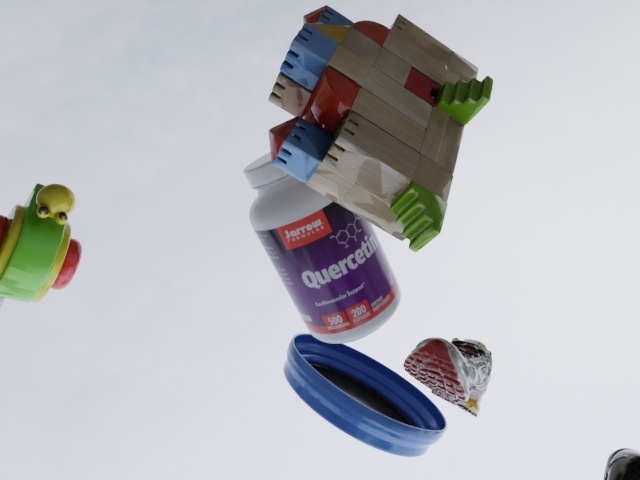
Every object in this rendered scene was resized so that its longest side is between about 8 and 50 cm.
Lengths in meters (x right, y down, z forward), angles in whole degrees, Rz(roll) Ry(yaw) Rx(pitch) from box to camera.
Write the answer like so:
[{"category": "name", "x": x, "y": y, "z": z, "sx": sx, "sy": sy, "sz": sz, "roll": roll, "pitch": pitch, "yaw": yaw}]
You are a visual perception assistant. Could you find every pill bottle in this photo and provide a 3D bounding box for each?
[{"category": "pill bottle", "x": 0.000, "y": 0.000, "z": 0.785, "sx": 0.181, "sy": 0.323, "sz": 0.181, "roll": -24, "pitch": -161, "yaw": 9}]

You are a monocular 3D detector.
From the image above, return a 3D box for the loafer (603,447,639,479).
[{"category": "loafer", "x": 0.391, "y": 0.373, "z": 0.600, "sx": 0.080, "sy": 0.078, "sz": 0.220, "roll": 7, "pitch": -121, "yaw": 27}]

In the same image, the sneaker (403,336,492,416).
[{"category": "sneaker", "x": 0.180, "y": 0.167, "z": 0.635, "sx": 0.088, "sy": 0.225, "sz": 0.093, "roll": 22, "pitch": -104, "yaw": 33}]

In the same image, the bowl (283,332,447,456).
[{"category": "bowl", "x": 0.093, "y": 0.343, "z": 1.066, "sx": 0.391, "sy": 0.391, "sz": 0.077, "roll": 30, "pitch": -86, "yaw": 41}]

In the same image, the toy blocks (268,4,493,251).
[{"category": "toy blocks", "x": 0.057, "y": -0.189, "z": 0.622, "sx": 0.260, "sy": 0.191, "sz": 0.382, "roll": 29, "pitch": -126, "yaw": -9}]

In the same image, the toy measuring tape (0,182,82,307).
[{"category": "toy measuring tape", "x": -0.399, "y": 0.059, "z": 0.595, "sx": 0.330, "sy": 0.121, "sz": 0.121, "roll": -46, "pitch": -144, "yaw": 22}]
